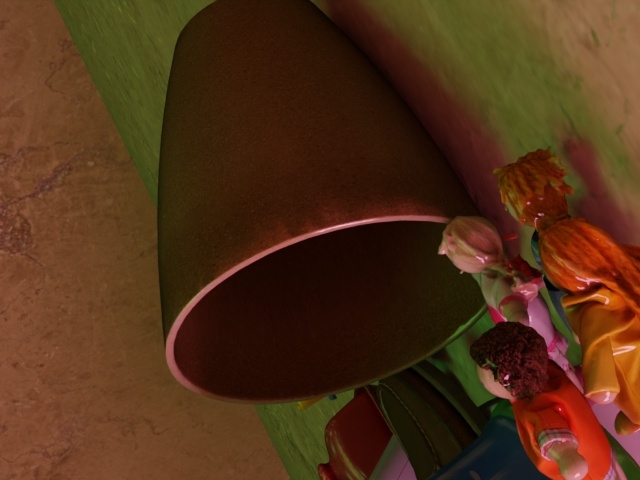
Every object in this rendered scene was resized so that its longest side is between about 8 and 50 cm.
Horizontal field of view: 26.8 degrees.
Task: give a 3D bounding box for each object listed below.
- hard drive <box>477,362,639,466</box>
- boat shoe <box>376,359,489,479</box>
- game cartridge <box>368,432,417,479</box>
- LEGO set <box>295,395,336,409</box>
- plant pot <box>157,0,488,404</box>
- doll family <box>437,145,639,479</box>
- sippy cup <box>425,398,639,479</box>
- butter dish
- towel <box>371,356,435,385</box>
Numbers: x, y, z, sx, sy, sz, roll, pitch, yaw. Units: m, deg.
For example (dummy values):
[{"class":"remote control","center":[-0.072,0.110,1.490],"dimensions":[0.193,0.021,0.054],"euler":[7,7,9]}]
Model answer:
[{"class":"hard drive","center":[0.200,0.200,1.004],"dimensions":[0.203,0.040,0.307],"euler":[59,169,7]},{"class":"boat shoe","center":[0.115,0.223,1.060],"dimensions":[0.307,0.104,0.110],"euler":[54,168,35]},{"class":"game cartridge","center":[0.071,0.262,1.377],"dimensions":[0.062,0.198,0.297],"euler":[32,164,9]},{"class":"LEGO set","center":[-0.006,0.177,1.792],"dimensions":[0.087,0.093,0.227],"euler":[60,170,5]},{"class":"plant pot","center":[-0.019,-0.050,0.963],"dimensions":[0.237,0.237,0.254],"euler":[78,175,-60]},{"class":"doll family","center":[0.142,0.038,0.713],"dimensions":[0.163,0.118,0.263],"euler":[57,-171,-16]},{"class":"sippy cup","center":[0.105,0.247,0.848],"dimensions":[0.240,0.224,0.305],"euler":[58,169,17]},{"class":"butter dish","center":[0.051,0.276,1.719],"dimensions":[0.160,0.118,0.160],"euler":[58,169,15]},{"class":"towel","center":[0.000,0.000,1.395],"dimensions":[0.331,0.053,0.317],"euler":[60,171,0]}]
